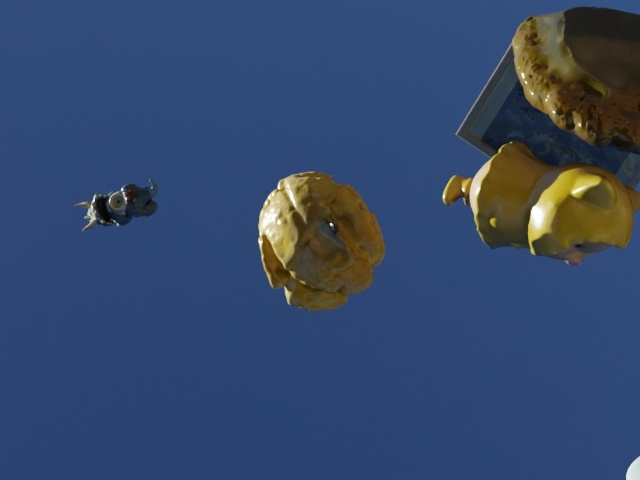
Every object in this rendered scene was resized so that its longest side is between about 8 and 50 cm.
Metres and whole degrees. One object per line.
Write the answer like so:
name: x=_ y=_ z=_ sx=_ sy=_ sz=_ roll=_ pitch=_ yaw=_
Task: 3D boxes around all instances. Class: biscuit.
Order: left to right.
biscuit: x=0.425 y=-0.219 z=1.872 sx=0.335 sy=0.078 sz=0.329 roll=-7 pitch=-140 yaw=-19

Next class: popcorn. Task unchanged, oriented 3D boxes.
popcorn: x=0.000 y=0.000 z=1.694 sx=0.152 sy=0.148 sz=0.167 roll=54 pitch=-154 yaw=-84

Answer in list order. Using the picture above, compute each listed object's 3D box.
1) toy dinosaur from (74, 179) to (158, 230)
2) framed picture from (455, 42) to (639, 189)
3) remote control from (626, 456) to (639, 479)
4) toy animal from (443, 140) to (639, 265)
toy dinosaur: x=-0.183 y=-0.033 z=1.314 sx=0.047 sy=0.083 sz=0.031 roll=10 pitch=-118 yaw=-74
framed picture: x=0.369 y=-0.166 z=2.158 sx=0.281 sy=0.209 sz=0.019 roll=34 pitch=-151 yaw=10
remote control: x=0.473 y=0.216 z=1.535 sx=0.051 sy=0.293 sz=0.103 roll=59 pitch=-171 yaw=-15
toy animal: x=0.263 y=-0.046 z=1.699 sx=0.156 sy=0.229 sz=0.156 roll=-21 pitch=-65 yaw=-55
